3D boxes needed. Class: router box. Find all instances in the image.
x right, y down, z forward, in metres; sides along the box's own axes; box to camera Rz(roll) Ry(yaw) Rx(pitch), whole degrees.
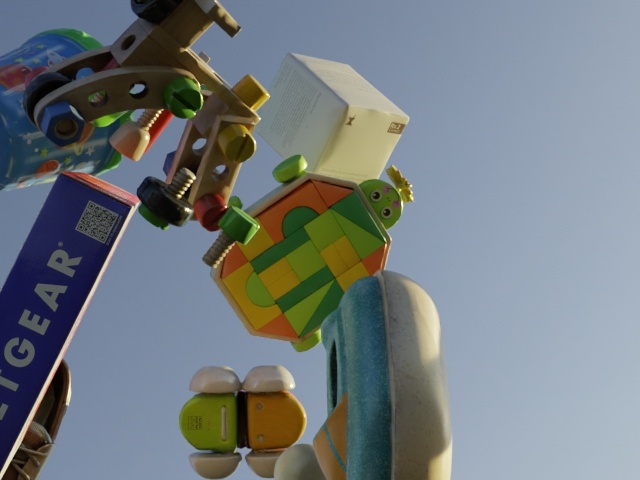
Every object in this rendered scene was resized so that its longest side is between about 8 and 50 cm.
[{"bbox_3d":[-0.310,0.090,1.286,0.082,0.301,0.335,26,-90,-8],"label":"router box"}]

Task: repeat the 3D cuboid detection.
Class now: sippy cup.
[{"bbox_3d":[-0.432,-0.177,1.722,0.224,0.240,0.305,-31,-15,-52],"label":"sippy cup"}]

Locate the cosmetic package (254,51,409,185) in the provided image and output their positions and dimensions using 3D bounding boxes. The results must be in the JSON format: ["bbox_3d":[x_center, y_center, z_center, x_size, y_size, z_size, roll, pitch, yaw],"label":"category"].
[{"bbox_3d":[0.015,-0.197,1.958,0.151,0.183,0.151,4,-58,-43],"label":"cosmetic package"}]

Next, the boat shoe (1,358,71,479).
[{"bbox_3d":[-0.409,0.270,1.521,0.123,0.324,0.116,39,-54,-26],"label":"boat shoe"}]

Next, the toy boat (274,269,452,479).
[{"bbox_3d":[0.037,0.194,1.174,0.148,0.267,0.318,1,-30,-7],"label":"toy boat"}]

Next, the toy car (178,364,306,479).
[{"bbox_3d":[-0.111,0.258,1.697,0.182,0.159,0.136,-1,0,-2],"label":"toy car"}]

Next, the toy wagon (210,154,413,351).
[{"bbox_3d":[0.000,0.000,1.823,0.344,0.068,0.267,-34,-74,-6],"label":"toy wagon"}]

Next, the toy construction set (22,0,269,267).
[{"bbox_3d":[-0.140,-0.169,1.214,0.257,0.309,0.237,36,-82,-15],"label":"toy construction set"}]
